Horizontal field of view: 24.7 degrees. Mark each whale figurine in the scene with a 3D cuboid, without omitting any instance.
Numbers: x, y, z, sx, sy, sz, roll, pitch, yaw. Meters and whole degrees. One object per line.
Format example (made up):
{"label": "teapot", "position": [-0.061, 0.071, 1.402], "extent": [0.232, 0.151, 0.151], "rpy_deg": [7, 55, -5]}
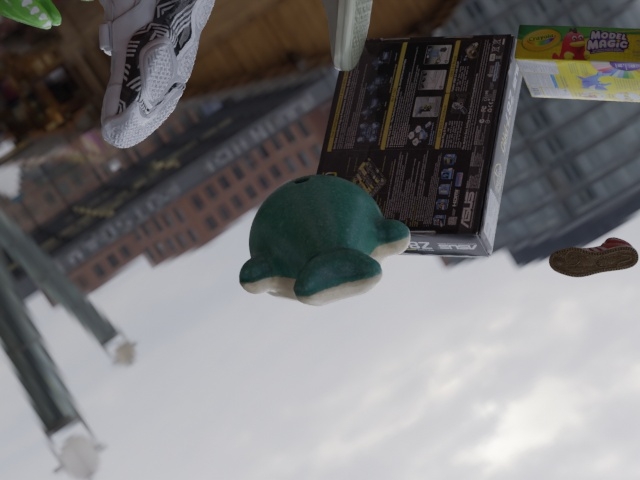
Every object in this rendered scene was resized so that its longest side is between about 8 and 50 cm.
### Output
{"label": "whale figurine", "position": [0.000, 0.000, 1.765], "extent": [0.216, 0.141, 0.272], "rpy_deg": [-15, -168, -2]}

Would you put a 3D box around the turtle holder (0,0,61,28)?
{"label": "turtle holder", "position": [-0.319, -0.337, 1.284], "extent": [0.243, 0.320, 0.227], "rpy_deg": [-15, 127, -78]}

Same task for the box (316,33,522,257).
{"label": "box", "position": [0.163, -0.166, 2.502], "extent": [0.318, 0.097, 0.394], "rpy_deg": [1, -116, 22]}

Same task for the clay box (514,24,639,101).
{"label": "clay box", "position": [0.366, -0.221, 1.834], "extent": [0.222, 0.053, 0.127], "rpy_deg": [4, 164, 19]}

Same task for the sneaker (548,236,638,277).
{"label": "sneaker", "position": [0.370, 0.022, 1.980], "extent": [0.119, 0.042, 0.067], "rpy_deg": [-3, -171, 10]}

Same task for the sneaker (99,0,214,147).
{"label": "sneaker", "position": [-0.270, -0.320, 1.997], "extent": [0.365, 0.210, 0.137], "rpy_deg": [-69, 164, 2]}

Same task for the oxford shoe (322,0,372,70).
{"label": "oxford shoe", "position": [0.019, -0.511, 2.462], "extent": [0.130, 0.449, 0.169], "rpy_deg": [-1, -168, 9]}
